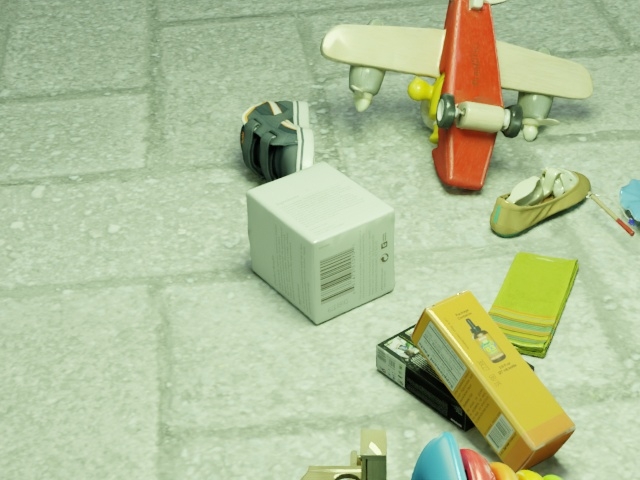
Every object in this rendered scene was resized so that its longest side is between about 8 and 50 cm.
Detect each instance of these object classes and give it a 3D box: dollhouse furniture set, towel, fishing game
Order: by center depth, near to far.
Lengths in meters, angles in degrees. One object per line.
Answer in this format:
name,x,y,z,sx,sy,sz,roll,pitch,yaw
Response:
dollhouse furniture set,0.027,0.262,1.460,0.101,0.182,0.161,-1,34,3
towel,0.311,0.088,1.848,0.102,0.021,0.237,12,36,19
fishing game,0.573,-0.049,2.023,0.264,0.041,0.189,-6,33,-20

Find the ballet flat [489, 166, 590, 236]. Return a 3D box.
ballet flat,0.370,-0.079,2.047,0.232,0.073,0.080,-30,43,-35

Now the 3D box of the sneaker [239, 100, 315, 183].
sneaker,-0.074,-0.153,2.144,0.127,0.126,0.321,0,23,-5

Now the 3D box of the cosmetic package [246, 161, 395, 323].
cosmetic package,0.000,0.000,1.881,0.151,0.151,0.184,-22,40,-28

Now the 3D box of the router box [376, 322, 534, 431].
router box,0.183,0.174,1.704,0.133,0.046,0.179,-25,40,-31

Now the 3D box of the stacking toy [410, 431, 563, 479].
stacking toy,0.257,0.324,1.404,0.302,0.175,0.165,5,35,-10

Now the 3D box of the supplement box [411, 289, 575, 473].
supplement box,0.217,0.179,1.591,0.078,0.080,0.233,-20,63,-30

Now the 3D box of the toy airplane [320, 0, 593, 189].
toy airplane,0.243,-0.302,2.214,0.384,0.272,0.386,-39,80,-26
